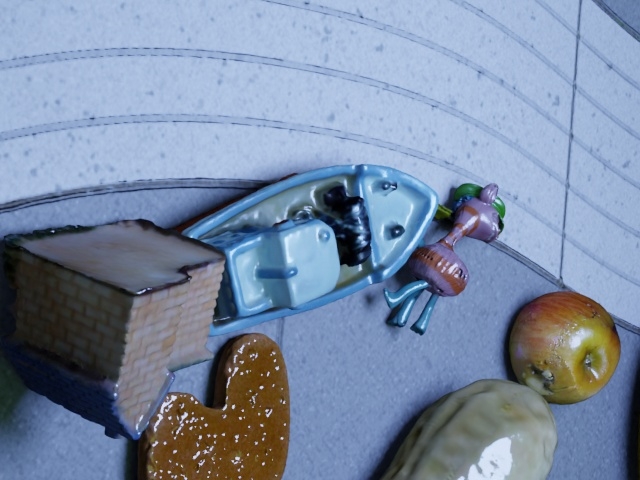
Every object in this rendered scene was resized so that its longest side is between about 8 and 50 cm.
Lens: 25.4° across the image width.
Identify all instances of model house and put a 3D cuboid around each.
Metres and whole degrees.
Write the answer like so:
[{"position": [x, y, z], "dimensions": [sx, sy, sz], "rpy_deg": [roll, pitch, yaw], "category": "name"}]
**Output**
[{"position": [-0.191, 0.085, 1.322], "dimensions": [0.183, 0.167, 0.172], "rpy_deg": [-17, 121, -57], "category": "model house"}]

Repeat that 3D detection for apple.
[{"position": [0.315, 0.137, 1.809], "dimensions": [0.146, 0.146, 0.146], "rpy_deg": [-4, 96, -43], "category": "apple"}]

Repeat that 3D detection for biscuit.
[{"position": [-0.111, 0.192, 1.473], "dimensions": [0.192, 0.036, 0.186], "rpy_deg": [-2, 92, -43], "category": "biscuit"}]

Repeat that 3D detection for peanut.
[{"position": [0.144, 0.327, 1.639], "dimensions": [0.387, 0.170, 0.192], "rpy_deg": [-52, 130, -23], "category": "peanut"}]

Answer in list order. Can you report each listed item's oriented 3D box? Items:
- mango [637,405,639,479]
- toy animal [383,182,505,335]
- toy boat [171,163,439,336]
[{"position": [0.577, 0.278, 2.007], "dimensions": [0.300, 0.232, 0.445], "rpy_deg": [-8, 106, -48], "category": "mango"}, {"position": [0.140, 0.011, 1.675], "dimensions": [0.103, 0.100, 0.208], "rpy_deg": [35, 67, 3], "category": "toy animal"}, {"position": [0.000, 0.000, 1.498], "dimensions": [0.332, 0.133, 0.145], "rpy_deg": [-21, 107, -41], "category": "toy boat"}]
